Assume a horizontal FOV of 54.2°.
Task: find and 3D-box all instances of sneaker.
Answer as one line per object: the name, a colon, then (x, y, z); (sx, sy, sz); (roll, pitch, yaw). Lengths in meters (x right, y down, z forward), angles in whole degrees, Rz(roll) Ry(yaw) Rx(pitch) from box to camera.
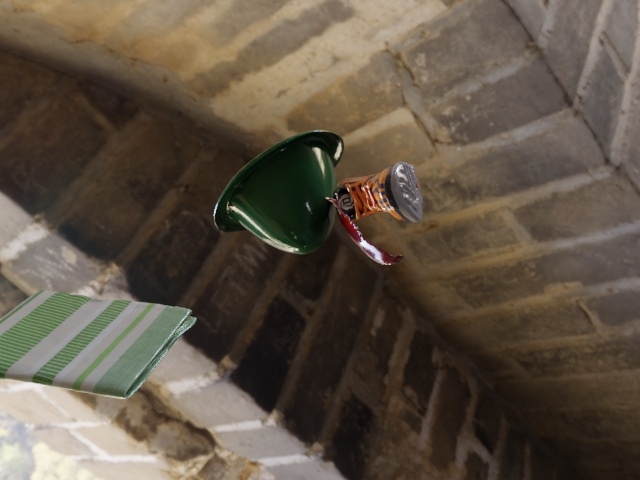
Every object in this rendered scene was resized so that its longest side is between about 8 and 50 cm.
sneaker: (0.111, -0.082, 1.285); (0.180, 0.124, 0.321); (-14, 2, 13)

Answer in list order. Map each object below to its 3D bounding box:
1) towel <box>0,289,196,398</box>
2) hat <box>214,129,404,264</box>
towel: (-0.401, 0.165, 1.030); (0.325, 0.038, 0.248); (5, 25, 14)
hat: (0.000, 0.000, 0.680); (0.173, 0.183, 0.208); (-43, -16, 18)
